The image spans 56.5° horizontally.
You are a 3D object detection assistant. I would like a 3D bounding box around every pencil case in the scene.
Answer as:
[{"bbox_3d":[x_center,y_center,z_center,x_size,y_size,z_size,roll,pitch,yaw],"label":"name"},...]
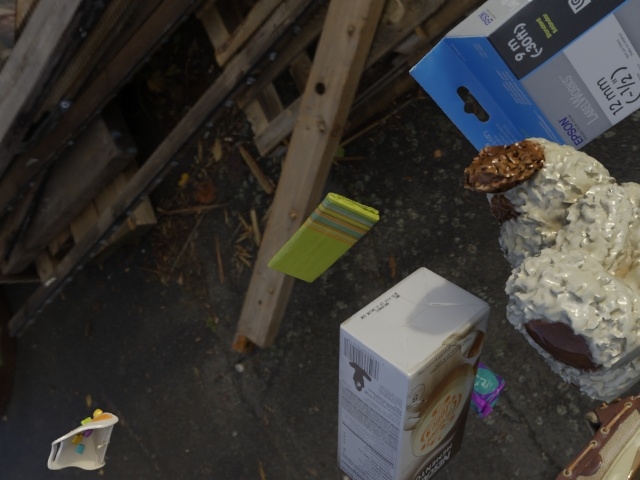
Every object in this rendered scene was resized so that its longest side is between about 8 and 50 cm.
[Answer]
[{"bbox_3d":[0.178,0.177,0.826,0.152,0.070,0.064,35,111,20],"label":"pencil case"}]

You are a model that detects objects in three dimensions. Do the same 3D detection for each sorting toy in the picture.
[{"bbox_3d":[-0.311,0.261,0.766,0.045,0.075,0.083,35,116,27],"label":"sorting toy"}]

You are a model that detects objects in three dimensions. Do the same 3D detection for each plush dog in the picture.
[{"bbox_3d":[0.240,-0.006,0.538,0.211,0.262,0.225,-42,57,9],"label":"plush dog"}]

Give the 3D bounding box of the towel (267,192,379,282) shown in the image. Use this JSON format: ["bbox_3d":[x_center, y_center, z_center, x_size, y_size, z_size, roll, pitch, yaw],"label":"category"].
[{"bbox_3d":[0.000,0.000,1.081,0.237,0.102,0.021,-46,29,44],"label":"towel"}]

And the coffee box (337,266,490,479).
[{"bbox_3d":[0.099,0.175,0.681,0.098,0.141,0.246,31,137,36],"label":"coffee box"}]

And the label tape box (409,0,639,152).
[{"bbox_3d":[0.346,-0.264,0.871,0.348,0.249,0.115,-38,29,21],"label":"label tape box"}]

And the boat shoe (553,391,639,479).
[{"bbox_3d":[0.499,0.312,0.986,0.123,0.342,0.123,19,145,46],"label":"boat shoe"}]
